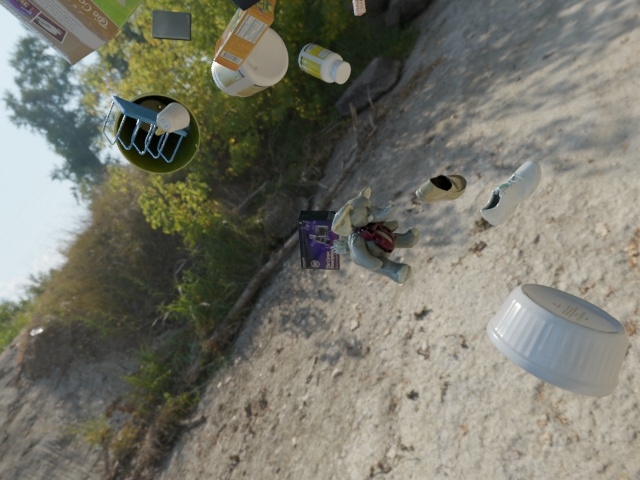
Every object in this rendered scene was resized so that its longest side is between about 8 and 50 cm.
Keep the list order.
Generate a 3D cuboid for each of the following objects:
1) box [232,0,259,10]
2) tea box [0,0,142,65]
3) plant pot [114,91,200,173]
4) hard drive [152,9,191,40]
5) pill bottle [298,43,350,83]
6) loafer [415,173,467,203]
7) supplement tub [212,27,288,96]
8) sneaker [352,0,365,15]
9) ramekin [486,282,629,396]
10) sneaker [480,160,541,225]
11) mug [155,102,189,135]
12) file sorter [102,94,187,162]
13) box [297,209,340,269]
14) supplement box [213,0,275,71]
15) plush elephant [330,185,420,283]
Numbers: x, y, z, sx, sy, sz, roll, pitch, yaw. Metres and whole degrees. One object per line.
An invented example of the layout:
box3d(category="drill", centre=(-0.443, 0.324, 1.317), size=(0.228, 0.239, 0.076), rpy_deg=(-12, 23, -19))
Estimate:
box3d(category="box", centre=(-0.128, -0.628, 0.936), size=(0.207, 0.108, 0.153), rpy_deg=(-59, 33, -4))
box3d(category="tea box", centre=(-0.549, -0.630, 0.927), size=(0.219, 0.329, 0.324), rpy_deg=(1, 61, 41))
box3d(category="plant pot", centre=(-0.601, -0.422, 1.584), size=(0.275, 0.274, 0.293), rpy_deg=(-50, 37, 7))
box3d(category="hard drive", centre=(-0.532, -0.769, 1.560), size=(0.022, 0.135, 0.094), rpy_deg=(-119, 32, -85))
box3d(category="pill bottle", centre=(0.010, -0.398, 0.986), size=(0.116, 0.065, 0.065), rpy_deg=(38, 89, 31))
box3d(category="loafer", centre=(0.504, -0.216, 1.748), size=(0.268, 0.102, 0.092), rpy_deg=(-20, -23, -32))
box3d(category="supplement tub", centre=(-0.299, -0.721, 1.783), size=(0.316, 0.228, 0.228), rpy_deg=(8, 61, 56))
box3d(category="sneaker", centre=(0.157, -0.939, 1.726), size=(0.050, 0.070, 0.134), rpy_deg=(-14, 8, 2))
box3d(category="ramekin", centre=(0.515, 0.197, 0.943), size=(0.273, 0.272, 0.127), rpy_deg=(-107, 30, -69))
box3d(category="sneaker", centre=(0.541, -0.145, 1.244), size=(0.212, 0.094, 0.080), rpy_deg=(-56, 35, 10))
box3d(category="mug", centre=(-0.350, -0.275, 1.018), size=(0.064, 0.062, 0.078), rpy_deg=(-67, -3, -55))
box3d(category="file sorter", centre=(-0.477, -0.295, 1.175), size=(0.118, 0.170, 0.105), rpy_deg=(44, 111, 38))
box3d(category="box", centre=(0.000, 0.000, 1.961), size=(0.103, 0.184, 0.261), rpy_deg=(-74, -17, -56))
box3d(category="supplement box", centre=(-0.210, -0.567, 1.188), size=(0.233, 0.080, 0.078), rpy_deg=(-24, 57, 49))
box3d(category="plush elephant", centre=(0.174, -0.047, 1.494), size=(0.329, 0.256, 0.272), rpy_deg=(9, 40, 26))
